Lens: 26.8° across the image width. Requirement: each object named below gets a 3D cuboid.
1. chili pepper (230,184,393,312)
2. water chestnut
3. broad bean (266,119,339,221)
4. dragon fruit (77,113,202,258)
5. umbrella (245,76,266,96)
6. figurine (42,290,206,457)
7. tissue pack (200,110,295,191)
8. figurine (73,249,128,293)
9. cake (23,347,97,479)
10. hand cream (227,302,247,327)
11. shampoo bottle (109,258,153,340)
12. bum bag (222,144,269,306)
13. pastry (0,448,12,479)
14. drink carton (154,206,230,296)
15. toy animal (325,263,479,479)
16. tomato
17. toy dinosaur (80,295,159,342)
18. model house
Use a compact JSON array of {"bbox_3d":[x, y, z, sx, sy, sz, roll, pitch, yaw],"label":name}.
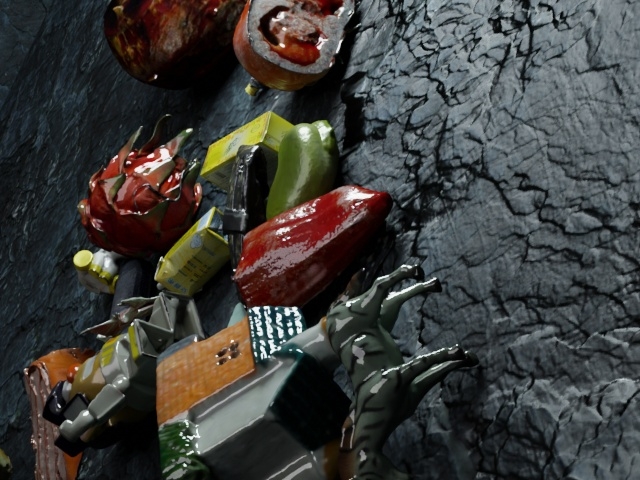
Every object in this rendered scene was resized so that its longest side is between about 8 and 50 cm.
[{"bbox_3d":[0.000,0.000,1.804,0.252,0.136,0.144,-34,-9,24],"label":"chili pepper"},{"bbox_3d":[-0.283,-0.456,2.494,0.350,0.302,0.350,-43,27,29],"label":"water chestnut"},{"bbox_3d":[-0.020,-0.092,1.946,0.124,0.082,0.174,-21,57,55],"label":"broad bean"},{"bbox_3d":[-0.294,-0.078,2.278,0.274,0.192,0.193,-41,54,19],"label":"dragon fruit"},{"bbox_3d":[-0.081,-0.304,2.290,0.144,0.040,0.037,-49,38,24],"label":"umbrella"},{"bbox_3d":[-0.303,0.217,2.047,0.308,0.143,0.308,-37,-12,-10],"label":"figurine"},{"bbox_3d":[-0.097,-0.129,2.085,0.176,0.095,0.062,-25,42,50],"label":"tissue pack"},{"bbox_3d":[-0.372,0.015,2.436,0.178,0.109,0.129,-61,5,-8],"label":"figurine"},{"bbox_3d":[-0.446,0.311,2.255,0.098,0.135,0.287,-19,55,34],"label":"cake"},{"bbox_3d":[-0.129,0.204,1.885,0.109,0.067,0.321,-31,32,46],"label":"hand cream"},{"bbox_3d":[-0.327,0.137,2.272,0.087,0.049,0.234,-36,35,36],"label":"shampoo bottle"},{"bbox_3d":[-0.112,-0.021,1.984,0.102,0.069,0.248,-21,63,57],"label":"bum bag"},{"bbox_3d":[-0.702,0.378,2.408,0.329,0.329,0.136,-2,55,59],"label":"pastry"},{"bbox_3d":[-0.208,0.037,2.131,0.200,0.084,0.074,-44,21,31],"label":"drink carton"},{"bbox_3d":[0.088,0.144,1.478,0.170,0.090,0.255,-15,60,20],"label":"toy animal"},{"bbox_3d":[-0.049,-0.329,2.149,0.214,0.180,0.155,-66,8,-26],"label":"tomato"},{"bbox_3d":[-0.303,0.122,2.118,0.108,0.032,0.220,-48,-15,32],"label":"toy dinosaur"},{"bbox_3d":[-0.039,0.201,1.627,0.301,0.190,0.271,-34,29,13],"label":"model house"}]
